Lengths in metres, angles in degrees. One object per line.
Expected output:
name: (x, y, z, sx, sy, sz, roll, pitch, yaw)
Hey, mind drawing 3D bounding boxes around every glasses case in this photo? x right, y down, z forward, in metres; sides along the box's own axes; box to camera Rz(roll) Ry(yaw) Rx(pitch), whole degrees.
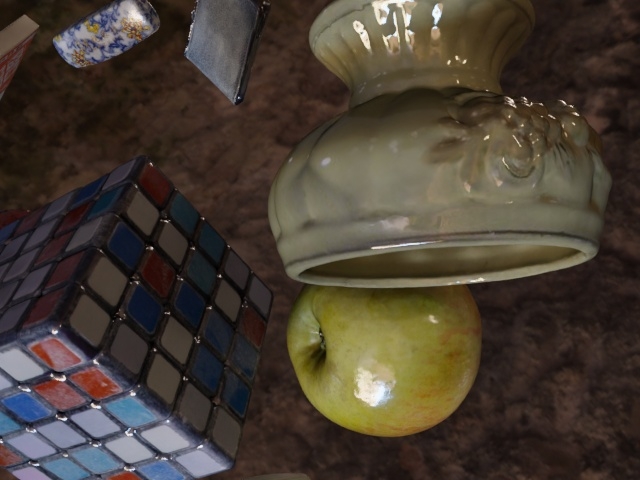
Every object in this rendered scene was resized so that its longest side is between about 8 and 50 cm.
glasses case: (-0.400, -0.385, 1.418, 0.247, 0.087, 0.065, -12, -139, 37)

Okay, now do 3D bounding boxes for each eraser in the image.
eraser: (-0.567, -0.265, 1.284, 0.230, 0.038, 0.157, -37, -161, 43)

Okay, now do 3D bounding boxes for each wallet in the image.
wallet: (-0.172, -0.379, 1.385, 0.036, 0.167, 0.222, -27, 152, -39)

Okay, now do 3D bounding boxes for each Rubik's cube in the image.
Rubik's cube: (-0.267, 0.123, 0.946, 0.291, 0.287, 0.293, -21, -145, 29)

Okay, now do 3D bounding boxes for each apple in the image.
apple: (0.075, 0.124, 0.959, 0.193, 0.261, 0.260, -3, 178, -30)

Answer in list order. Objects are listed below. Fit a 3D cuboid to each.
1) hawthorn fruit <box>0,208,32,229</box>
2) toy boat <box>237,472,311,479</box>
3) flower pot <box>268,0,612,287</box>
hawthorn fruit: (-0.558, 0.020, 1.403, 0.181, 0.235, 0.181, -28, 172, -4)
toy boat: (-0.130, 0.385, 0.955, 0.269, 0.141, 0.141, -12, -168, -16)
flower pot: (0.101, -0.091, 0.704, 0.307, 0.307, 0.244, -17, -106, 53)
